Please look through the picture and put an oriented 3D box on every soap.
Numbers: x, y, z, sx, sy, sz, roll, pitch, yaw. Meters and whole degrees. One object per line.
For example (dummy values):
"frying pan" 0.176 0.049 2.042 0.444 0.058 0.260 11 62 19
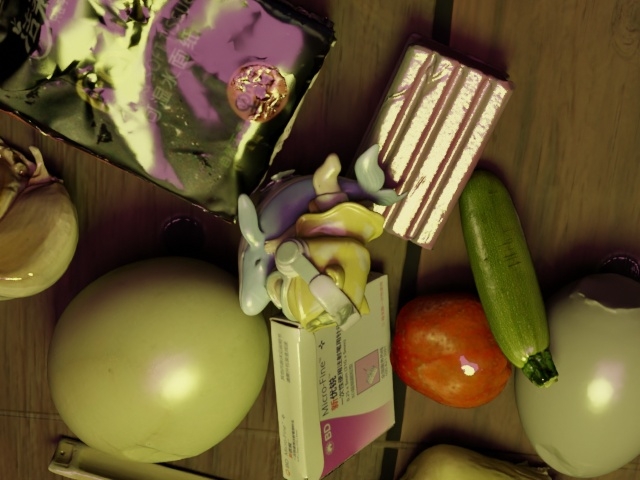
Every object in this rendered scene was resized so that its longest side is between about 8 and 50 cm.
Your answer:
"soap" 0.108 -0.105 1.141 0.122 0.065 0.203 23 109 -6

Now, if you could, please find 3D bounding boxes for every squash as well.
"squash" 0.196 0.040 1.137 0.066 0.066 0.252 -14 68 6

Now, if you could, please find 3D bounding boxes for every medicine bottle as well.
"medicine bottle" 0.014 0.151 1.191 0.052 0.171 0.201 12 114 36

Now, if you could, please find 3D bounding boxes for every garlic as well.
"garlic" -0.368 -0.010 1.156 0.229 0.178 0.142 22 142 11

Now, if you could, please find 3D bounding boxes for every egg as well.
"egg" 0.300 0.154 1.177 0.176 0.176 0.231 12 114 -4
"egg" -0.173 0.128 1.149 0.269 0.219 0.219 -19 113 44

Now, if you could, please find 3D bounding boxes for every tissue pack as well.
"tissue pack" -0.177 -0.187 1.086 0.332 0.123 0.245 28 106 -9

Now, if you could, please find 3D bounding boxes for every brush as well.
"brush" -0.172 0.312 1.311 0.321 0.060 0.050 17 121 -5

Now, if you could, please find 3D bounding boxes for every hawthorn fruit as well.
"hawthorn fruit" 0.144 0.119 1.193 0.138 0.133 0.132 -1 111 12

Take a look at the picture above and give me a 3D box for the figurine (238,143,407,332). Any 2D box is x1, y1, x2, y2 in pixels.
"figurine" 0.000 0.000 1.069 0.208 0.184 0.128 -41 142 0

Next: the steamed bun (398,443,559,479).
"steamed bun" 0.171 0.385 1.267 0.232 0.166 0.273 29 102 -9
